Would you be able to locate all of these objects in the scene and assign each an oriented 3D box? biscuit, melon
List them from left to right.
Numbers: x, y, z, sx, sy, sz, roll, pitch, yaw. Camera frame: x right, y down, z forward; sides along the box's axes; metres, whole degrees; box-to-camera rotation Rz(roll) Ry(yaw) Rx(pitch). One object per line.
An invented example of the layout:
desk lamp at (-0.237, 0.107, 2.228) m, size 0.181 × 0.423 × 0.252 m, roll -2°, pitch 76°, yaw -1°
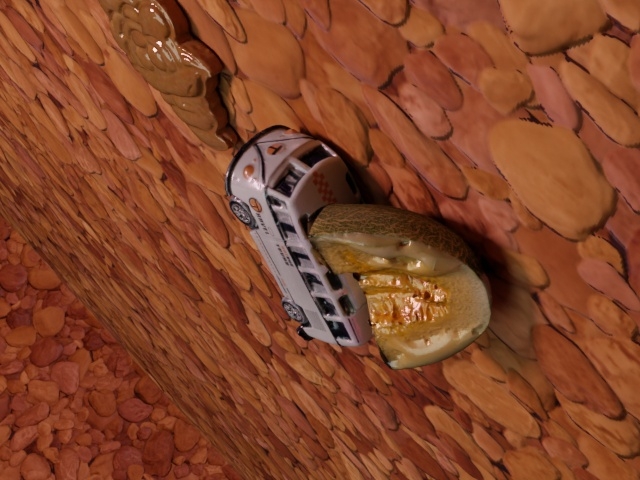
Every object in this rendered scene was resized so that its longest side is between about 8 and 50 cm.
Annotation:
biscuit at (-0.152, -0.184, 0.850) m, size 0.162 × 0.035 × 0.250 m, roll 2°, pitch 127°, yaw 59°
melon at (0.067, 0.021, 0.686) m, size 0.128 × 0.079 × 0.160 m, roll -3°, pitch 137°, yaw 29°

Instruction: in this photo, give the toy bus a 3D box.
toy bus at (0.000, 0.000, 0.772) m, size 0.089 × 0.087 × 0.193 m, roll 17°, pitch 142°, yaw 45°
